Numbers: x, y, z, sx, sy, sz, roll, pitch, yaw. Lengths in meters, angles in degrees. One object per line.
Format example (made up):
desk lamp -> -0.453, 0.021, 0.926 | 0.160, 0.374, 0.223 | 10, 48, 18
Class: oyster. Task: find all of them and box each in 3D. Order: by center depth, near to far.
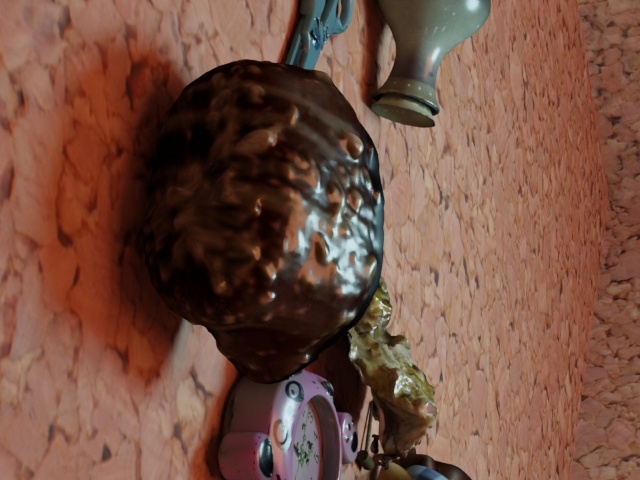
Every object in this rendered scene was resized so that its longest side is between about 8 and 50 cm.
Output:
oyster -> 0.096, 0.189, 1.875 | 0.351, 0.115, 0.237 | -118, -170, -74

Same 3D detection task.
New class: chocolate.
chocolate -> -0.073, -0.039, 1.374 | 0.210, 0.225, 0.340 | 34, 55, -56

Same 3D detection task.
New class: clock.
clock -> -0.041, 0.263, 1.614 | 0.248, 0.090, 0.227 | 66, 31, -43

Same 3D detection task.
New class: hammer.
hammer -> 0.073, 0.293, 2.009 | 0.035, 0.019, 0.110 | 63, 28, -50

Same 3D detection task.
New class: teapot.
teapot -> 0.158, -0.310, 2.067 | 0.183, 0.184, 0.250 | 31, 73, -66

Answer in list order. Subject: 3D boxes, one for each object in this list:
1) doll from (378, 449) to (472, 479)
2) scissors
doll -> 0.145, 0.446, 1.979 | 0.318, 0.209, 0.340 | 59, 18, 8
scissors -> -0.013, -0.287, 1.785 | 0.180, 0.032, 0.393 | 67, 31, -44
